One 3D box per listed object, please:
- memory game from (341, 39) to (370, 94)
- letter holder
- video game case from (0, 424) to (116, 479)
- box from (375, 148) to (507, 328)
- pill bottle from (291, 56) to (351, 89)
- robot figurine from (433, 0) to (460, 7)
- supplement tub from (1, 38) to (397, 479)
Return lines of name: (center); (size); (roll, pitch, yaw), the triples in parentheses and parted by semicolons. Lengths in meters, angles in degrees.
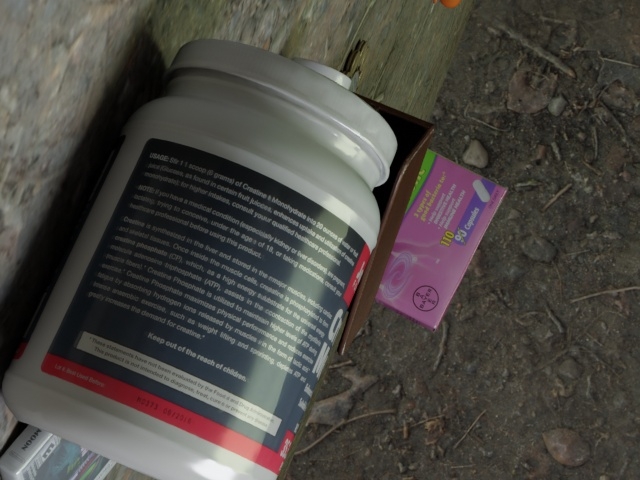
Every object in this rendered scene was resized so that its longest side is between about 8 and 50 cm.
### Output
memory game: (0.030, -0.188, 1.719); (0.186, 0.012, 0.186); (22, 90, -83)
letter holder: (0.000, 0.000, 1.508); (0.214, 0.152, 0.302); (-55, 165, -55)
video game case: (-0.179, 0.147, 0.982); (0.173, 0.022, 0.190); (-52, 166, -29)
box: (0.100, -0.024, 1.720); (0.213, 0.243, 0.117); (-62, 173, -4)
pill bottle: (-0.026, -0.102, 1.253); (0.086, 0.086, 0.152); (38, 74, -83)
robot figurine: (0.145, -0.382, 1.537); (0.128, 0.158, 0.219); (-49, 168, -14)
supplement tub: (-0.075, 0.024, 0.839); (0.191, 0.191, 0.272); (83, 29, -76)
